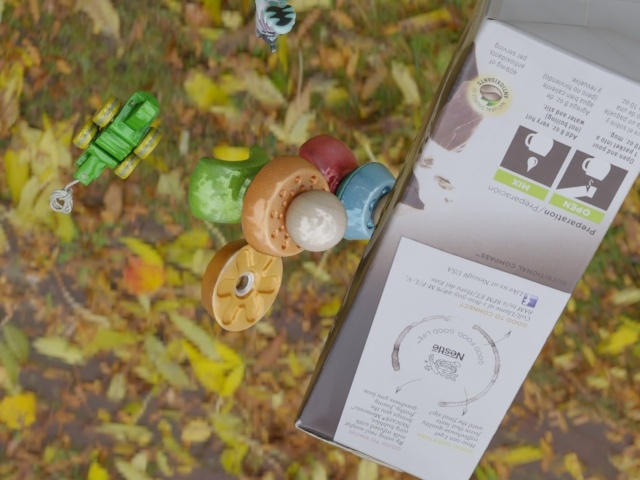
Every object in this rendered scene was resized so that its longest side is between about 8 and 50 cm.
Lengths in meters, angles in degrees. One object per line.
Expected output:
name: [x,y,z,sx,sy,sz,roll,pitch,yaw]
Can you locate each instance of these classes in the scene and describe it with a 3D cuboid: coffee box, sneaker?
coffee box: [0.101,-0.014,0.909,0.119,0.168,0.297,23,119,0]
sneaker: [-0.053,-0.247,1.702,0.038,0.098,0.069,-4,127,-12]

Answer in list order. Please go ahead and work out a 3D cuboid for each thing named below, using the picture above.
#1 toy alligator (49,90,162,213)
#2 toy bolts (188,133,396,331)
toy alligator: [-0.187,-0.086,1.290,0.056,0.051,0.190,37,138,-14]
toy bolts: [0.000,0.000,1.493,0.229,0.158,0.218,-22,126,-43]
